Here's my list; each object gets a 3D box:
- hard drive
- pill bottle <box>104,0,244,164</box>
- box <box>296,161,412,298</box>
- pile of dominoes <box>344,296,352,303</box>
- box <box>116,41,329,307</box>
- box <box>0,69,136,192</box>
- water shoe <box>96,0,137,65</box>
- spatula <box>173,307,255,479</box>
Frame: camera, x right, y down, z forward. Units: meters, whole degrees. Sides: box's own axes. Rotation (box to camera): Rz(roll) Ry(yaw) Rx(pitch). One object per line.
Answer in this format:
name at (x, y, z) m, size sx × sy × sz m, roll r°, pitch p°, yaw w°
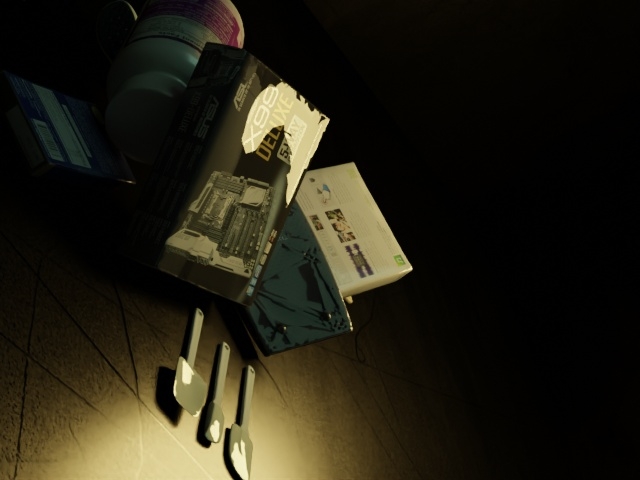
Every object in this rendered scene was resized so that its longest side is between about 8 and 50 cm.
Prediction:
hard drive at (-0.070, 0.051, 1.602) m, size 0.172 × 0.054 × 0.254 m, roll -13°, pitch 70°, yaw -33°
pill bottle at (-0.215, -0.244, 1.513) m, size 0.169 × 0.169 × 0.301 m, roll 50°, pitch 29°, yaw -28°
box at (-0.014, -0.005, 1.763) m, size 0.322 × 0.058 × 0.232 m, roll -14°, pitch 70°, yaw -44°
pile of dominoes at (0.000, 0.000, 2.106) m, size 0.251 × 0.040 × 0.196 m, roll 46°, pitch 19°, yaw -39°
box at (-0.126, -0.083, 1.424) m, size 0.077 × 0.307 × 0.242 m, roll 19°, pitch -7°, yaw 30°
box at (-0.328, -0.133, 1.340) m, size 0.136 × 0.036 × 0.225 m, roll 61°, pitch 15°, yaw 12°
water shoe at (-0.312, -0.296, 1.689) m, size 0.080 × 0.073 × 0.203 m, roll 69°, pitch 2°, yaw -68°
spatula at (-0.133, 0.189, 1.355) m, size 0.168 × 0.019 × 0.242 m, roll 51°, pitch 17°, yaw -21°
